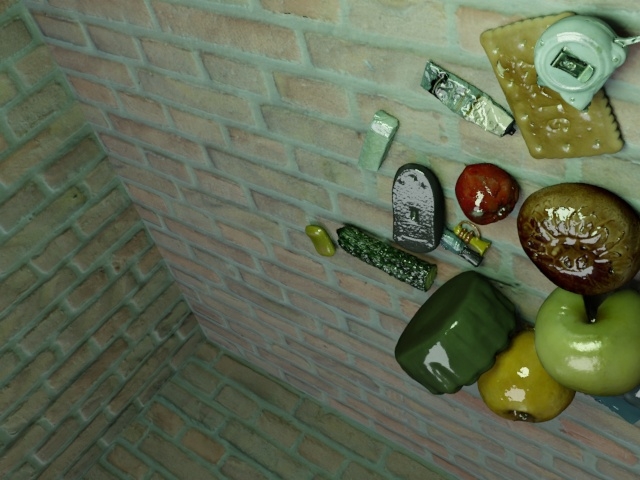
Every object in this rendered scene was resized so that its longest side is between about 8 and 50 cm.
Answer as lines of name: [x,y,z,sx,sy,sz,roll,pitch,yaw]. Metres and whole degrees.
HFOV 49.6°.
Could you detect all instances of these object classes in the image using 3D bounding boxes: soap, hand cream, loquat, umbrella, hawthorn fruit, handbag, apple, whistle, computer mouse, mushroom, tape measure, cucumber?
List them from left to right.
soap: [0.001,-0.001,2.384,0.089,0.045,0.140,5,135,44]
cucumber: [0.190,0.049,2.171,0.359,0.096,0.096,24,148,26]
computer mouse: [0.264,-0.095,1.863,0.137,0.086,0.270,13,125,27]
umbrella: [0.344,-0.010,1.936,0.250,0.052,0.053,39,121,6]
hand cream: [0.333,-0.311,1.552,0.248,0.052,0.075,39,130,16]
whistle: [0.409,-0.009,1.878,0.109,0.046,0.057,39,167,16]
hawthorn fruit: [0.390,-0.121,1.663,0.172,0.148,0.148,57,163,33]
loquat: [0.584,0.373,1.958,0.274,0.275,0.275,30,150,20]
mushroom: [0.577,0.001,1.557,0.297,0.163,0.278,40,151,-2]
apple: [0.669,0.237,1.686,0.292,0.292,0.254,16,147,39]
tape measure: [0.485,-0.370,1.181,0.164,0.084,0.330,26,145,3]
handbag: [0.824,0.434,1.985,0.221,0.057,0.144,32,155,17]

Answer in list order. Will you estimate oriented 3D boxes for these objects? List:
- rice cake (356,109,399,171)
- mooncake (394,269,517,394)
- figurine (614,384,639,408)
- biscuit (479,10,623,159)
rice cake: [0.152,-0.256,1.819,0.069,0.063,0.206,29,151,9]
mooncake: [0.385,0.268,1.968,0.194,0.356,0.356,40,152,-5]
figurine: [0.861,0.357,1.746,0.193,0.140,0.265,21,164,3]
biscuit: [0.464,-0.299,1.401,0.217,0.044,0.325,5,136,50]
